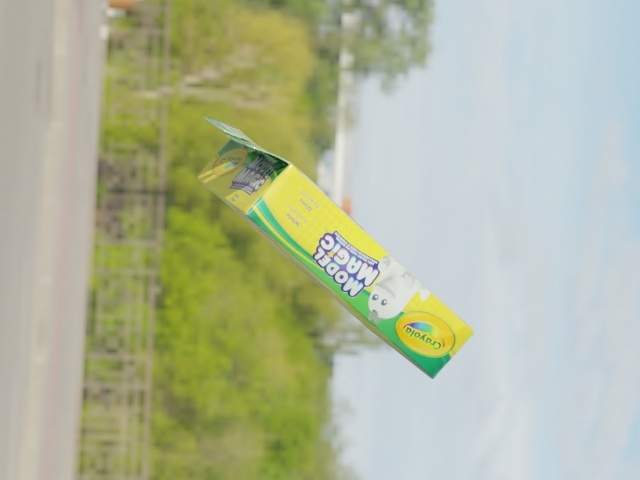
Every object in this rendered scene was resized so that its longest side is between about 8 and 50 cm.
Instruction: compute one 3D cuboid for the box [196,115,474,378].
[{"bbox_3d":[0.000,0.000,1.064,0.043,0.179,0.105,-47,-157,-3],"label":"box"}]
